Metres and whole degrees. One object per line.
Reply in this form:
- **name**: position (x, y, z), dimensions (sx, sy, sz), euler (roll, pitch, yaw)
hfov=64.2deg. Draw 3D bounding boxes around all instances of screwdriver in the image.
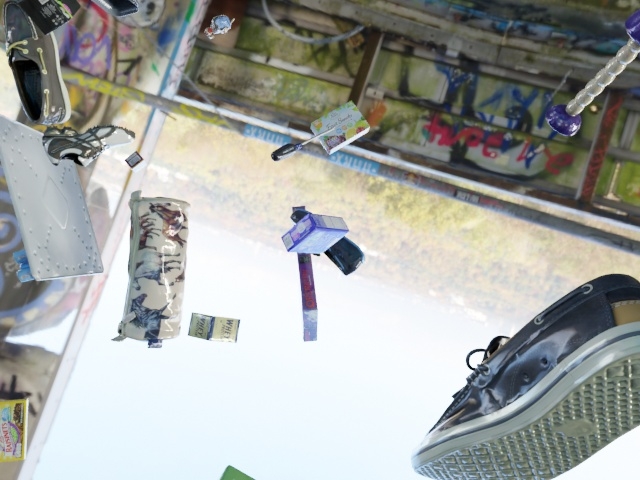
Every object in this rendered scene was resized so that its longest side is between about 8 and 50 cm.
- **screwdriver**: position (-0.026, -0.183, 0.959), dimensions (0.025, 0.170, 0.024), euler (50, 143, 16)

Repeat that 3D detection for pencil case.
- **pencil case**: position (-0.450, 0.074, 1.375), dimensions (0.160, 0.410, 0.183), euler (7, -176, 26)

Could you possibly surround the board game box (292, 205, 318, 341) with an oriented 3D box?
- **board game box**: position (-0.047, 0.096, 1.499), dimensions (0.056, 0.347, 0.208), euler (-2, 145, -8)

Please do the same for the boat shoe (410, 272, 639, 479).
- **boat shoe**: position (0.304, 0.232, 0.751), dimensions (0.187, 0.156, 0.500), euler (21, 131, -12)

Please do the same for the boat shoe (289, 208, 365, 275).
- **boat shoe**: position (0.000, 0.000, 1.359), dimensions (0.258, 0.089, 0.109), euler (34, 166, 36)

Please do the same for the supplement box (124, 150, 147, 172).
- **supplement box**: position (-0.634, -0.269, 1.754), dimensions (0.043, 0.055, 0.083), euler (49, 168, -6)

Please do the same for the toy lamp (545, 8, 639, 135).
- **toy lamp**: position (0.502, -0.295, 0.878), dimensions (0.080, 0.080, 0.275), euler (19, 146, -5)

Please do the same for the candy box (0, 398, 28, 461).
- **candy box**: position (-1.091, 0.667, 1.794), dimensions (0.105, 0.206, 0.027), euler (-1, 172, -13)

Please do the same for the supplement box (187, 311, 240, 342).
- **supplement box**: position (-0.243, 0.199, 1.170), dimensions (0.083, 0.056, 0.083), euler (1, 169, 41)

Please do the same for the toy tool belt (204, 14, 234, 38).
- **toy tool belt**: position (-0.278, -0.594, 1.411), dimensions (0.051, 0.083, 0.052), euler (-2, 123, 43)

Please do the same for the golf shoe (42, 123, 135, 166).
- **golf shoe**: position (-0.524, -0.212, 1.171), dimensions (0.198, 0.094, 0.077), euler (-10, 171, -25)

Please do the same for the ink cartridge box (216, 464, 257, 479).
- **ink cartridge box**: position (-0.056, 0.457, 0.653), dimensions (0.273, 0.115, 0.198), euler (30, -150, -3)

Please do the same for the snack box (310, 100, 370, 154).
- **snack box**: position (0.057, -0.327, 1.476), dimensions (0.100, 0.141, 0.037), euler (55, 167, 10)

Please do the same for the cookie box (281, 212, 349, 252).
- **cookie box**: position (-0.010, -0.012, 1.043), dimensions (0.092, 0.040, 0.107), euler (-39, 153, 32)

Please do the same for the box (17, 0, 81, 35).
- **box**: position (-0.452, -0.395, 0.856), dimensions (0.062, 0.052, 0.083), euler (56, -164, -37)

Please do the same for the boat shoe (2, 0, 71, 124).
- **boat shoe**: position (-0.529, -0.327, 0.935), dimensions (0.081, 0.228, 0.069), euler (-8, -164, 15)

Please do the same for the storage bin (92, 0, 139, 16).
- **storage bin**: position (-0.407, -0.515, 0.979), dimensions (0.098, 0.091, 0.135), euler (3, 167, 30)

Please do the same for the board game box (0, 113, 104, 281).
- **board game box**: position (-0.701, -0.090, 1.314), dimensions (0.050, 0.390, 0.390), euler (-16, 179, -2)
